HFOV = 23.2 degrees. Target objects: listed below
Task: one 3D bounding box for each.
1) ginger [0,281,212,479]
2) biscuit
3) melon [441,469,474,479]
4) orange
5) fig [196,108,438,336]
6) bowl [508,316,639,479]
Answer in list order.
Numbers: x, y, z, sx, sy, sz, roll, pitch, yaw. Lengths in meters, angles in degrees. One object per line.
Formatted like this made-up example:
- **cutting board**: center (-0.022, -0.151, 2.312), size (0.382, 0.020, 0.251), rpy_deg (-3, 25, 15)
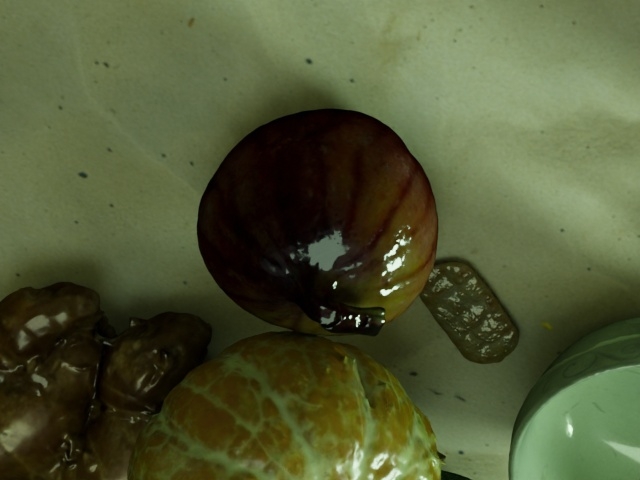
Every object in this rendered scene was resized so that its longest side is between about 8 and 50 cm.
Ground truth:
- **ginger**: center (-0.237, 0.179, 1.717), size (0.358, 0.152, 0.274), rpy_deg (18, 107, -7)
- **biscuit**: center (0.158, 0.077, 1.662), size (0.071, 0.018, 0.147), rpy_deg (-25, 120, 22)
- **melon**: center (0.077, 0.348, 1.774), size (0.288, 0.182, 0.182), rpy_deg (-7, 125, 14)
- **orange**: center (-0.038, 0.252, 1.579), size (0.329, 0.249, 0.329), rpy_deg (-5, 102, -23)
- **fig**: center (-0.001, -0.013, 1.509), size (0.235, 0.214, 0.235), rpy_deg (14, 120, 26)
- **bowl**: center (0.352, 0.200, 1.637), size (0.307, 0.163, 0.307), rpy_deg (4, 127, 5)
